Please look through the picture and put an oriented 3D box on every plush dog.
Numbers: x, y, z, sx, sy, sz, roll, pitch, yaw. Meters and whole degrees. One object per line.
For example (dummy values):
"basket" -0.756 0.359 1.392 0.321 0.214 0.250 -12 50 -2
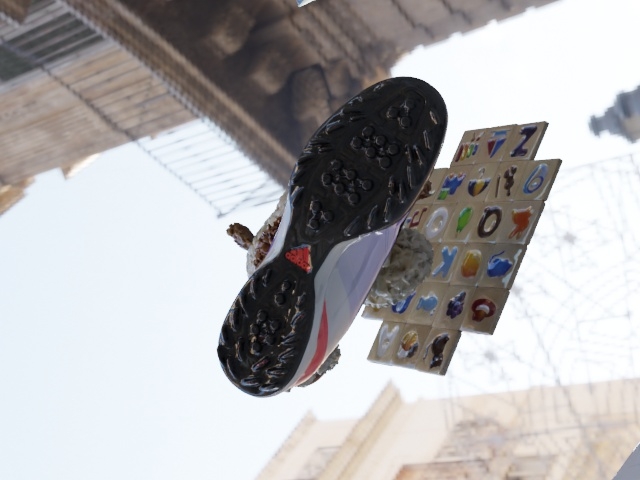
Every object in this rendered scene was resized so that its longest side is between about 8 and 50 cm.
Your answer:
"plush dog" 0.000 0.000 1.255 0.210 0.225 0.262 43 -123 11

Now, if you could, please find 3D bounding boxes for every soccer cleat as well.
"soccer cleat" 0.018 -0.004 1.031 0.318 0.109 0.116 -61 -19 15

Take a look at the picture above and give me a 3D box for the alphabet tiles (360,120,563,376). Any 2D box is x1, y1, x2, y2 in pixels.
"alphabet tiles" 0.170 0.005 1.447 0.011 0.285 0.342 31 -104 -26

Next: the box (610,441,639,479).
"box" 0.144 0.067 0.276 0.102 0.101 0.087 46 -115 -3

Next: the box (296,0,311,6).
"box" -0.044 -0.377 1.247 0.058 0.087 0.232 -29 -87 -20
